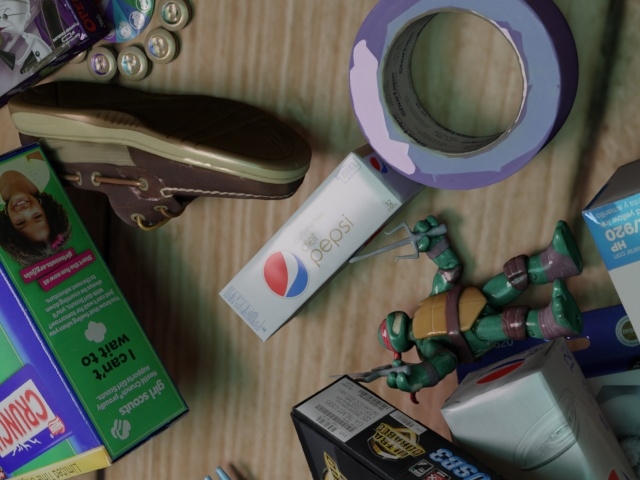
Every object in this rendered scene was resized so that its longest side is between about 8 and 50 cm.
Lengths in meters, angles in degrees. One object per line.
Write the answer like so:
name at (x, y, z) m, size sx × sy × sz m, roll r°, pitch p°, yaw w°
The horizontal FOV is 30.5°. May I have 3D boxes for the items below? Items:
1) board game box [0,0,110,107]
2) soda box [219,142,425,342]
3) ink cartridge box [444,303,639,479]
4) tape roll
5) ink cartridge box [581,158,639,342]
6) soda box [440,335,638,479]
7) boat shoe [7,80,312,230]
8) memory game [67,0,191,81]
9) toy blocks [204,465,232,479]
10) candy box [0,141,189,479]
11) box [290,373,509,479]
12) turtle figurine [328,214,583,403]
board game box at (-0.400, -0.230, 1.247) m, size 0.347 × 0.056 × 0.208 m, roll -26°, pitch 90°, yaw 31°
soda box at (0.000, 0.000, 1.133) m, size 0.069 × 0.074 × 0.216 m, roll 47°, pitch 119°, yaw 4°
ink cartridge box at (0.226, 0.176, 1.057) m, size 0.223 × 0.045 × 0.223 m, roll -15°, pitch 75°, yaw 27°
tape roll at (0.126, -0.144, 1.030) m, size 0.189 × 0.080 × 0.188 m, roll 7°, pitch 109°, yaw 21°
ink cartridge box at (0.345, 0.034, 0.937) m, size 0.168 × 0.171 × 0.232 m, roll -22°, pitch 96°, yaw 28°
soda box at (0.213, 0.230, 0.959) m, size 0.098 × 0.091 × 0.286 m, roll -26°, pitch 92°, yaw 27°
boat shoe at (-0.161, -0.073, 1.163) m, size 0.342 × 0.123 × 0.123 m, roll 12°, pitch 118°, yaw 25°
memory game at (-0.212, -0.250, 1.183) m, size 0.186 × 0.012 × 0.186 m, roll 8°, pitch 109°, yaw 22°
toy blocks at (-0.099, 0.328, 1.292) m, size 0.123 × 0.054 × 0.148 m, roll -35°, pitch 90°, yaw 28°
candy box at (-0.314, 0.095, 1.233) m, size 0.268 × 0.122 × 0.317 m, roll -27°, pitch 95°, yaw 49°
box at (0.112, 0.293, 0.987) m, size 0.293 × 0.073 × 0.295 m, roll 30°, pitch 142°, yaw 51°
turtle figurine at (0.122, 0.063, 1.081) m, size 0.234 × 0.118 × 0.175 m, roll -17°, pitch 58°, yaw 26°
